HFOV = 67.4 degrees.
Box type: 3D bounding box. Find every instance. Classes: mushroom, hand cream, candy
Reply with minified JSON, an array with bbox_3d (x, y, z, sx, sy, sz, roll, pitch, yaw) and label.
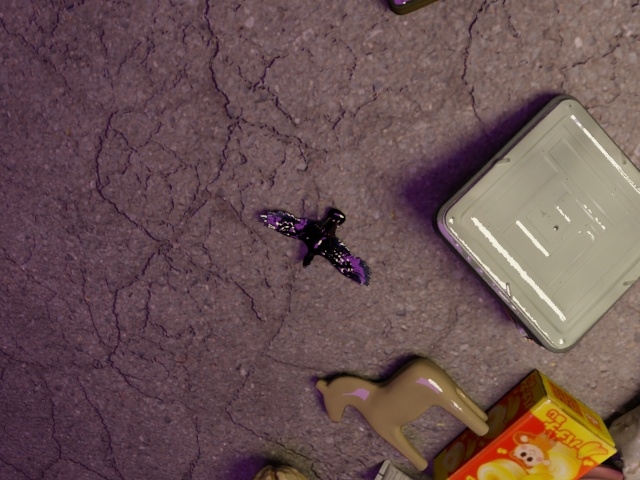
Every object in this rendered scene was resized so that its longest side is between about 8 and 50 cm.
[{"bbox_3d":[0.533,0.262,0.746,0.099,0.096,0.277,0,113,-35],"label":"mushroom"},{"bbox_3d":[0.190,0.481,0.877,0.195,0.067,0.042,23,144,26],"label":"hand cream"},{"bbox_3d":[0.335,0.368,0.823,0.146,0.088,0.276,35,111,-2],"label":"candy"}]

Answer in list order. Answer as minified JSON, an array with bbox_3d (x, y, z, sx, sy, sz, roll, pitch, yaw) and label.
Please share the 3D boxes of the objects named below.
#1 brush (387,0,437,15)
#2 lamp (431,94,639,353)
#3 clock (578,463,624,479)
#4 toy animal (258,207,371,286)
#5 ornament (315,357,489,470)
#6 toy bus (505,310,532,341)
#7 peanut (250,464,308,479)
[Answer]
[{"bbox_3d":[0.122,-0.415,0.627,0.123,0.059,0.197,-18,103,16],"label":"brush"},{"bbox_3d":[0.328,-0.023,0.665,0.269,0.047,0.266,-44,93,-5],"label":"lamp"},{"bbox_3d":[0.477,0.498,0.851,0.245,0.056,0.244,4,107,14],"label":"clock"},{"bbox_3d":[0.000,0.000,0.801,0.220,0.062,0.108,30,130,1],"label":"toy animal"},{"bbox_3d":[0.130,0.296,0.860,0.245,0.061,0.230,44,114,0],"label":"ornament"},{"bbox_3d":[0.304,0.070,0.739,0.070,0.074,0.162,-33,99,22],"label":"toy bus"},{"bbox_3d":[-0.057,0.575,0.951,0.149,0.149,0.313,-15,106,17],"label":"peanut"}]
